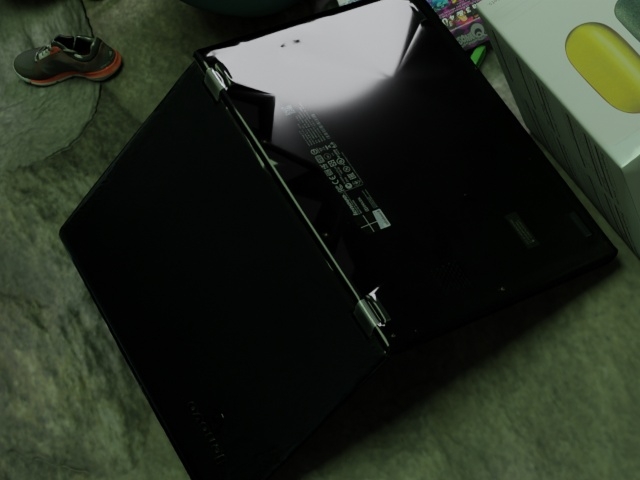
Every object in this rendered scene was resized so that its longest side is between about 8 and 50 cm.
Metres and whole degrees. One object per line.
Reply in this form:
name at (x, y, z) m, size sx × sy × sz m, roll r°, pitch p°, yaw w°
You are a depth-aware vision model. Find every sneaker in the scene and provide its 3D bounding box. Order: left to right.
sneaker at (-0.328, -0.239, 1.872) m, size 0.158 × 0.065 × 0.061 m, roll -1°, pitch 56°, yaw 25°

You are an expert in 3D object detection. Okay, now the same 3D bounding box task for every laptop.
laptop at (0.000, 0.000, 1.490) m, size 0.408 × 0.236 × 0.382 m, roll -21°, pitch 62°, yaw -23°

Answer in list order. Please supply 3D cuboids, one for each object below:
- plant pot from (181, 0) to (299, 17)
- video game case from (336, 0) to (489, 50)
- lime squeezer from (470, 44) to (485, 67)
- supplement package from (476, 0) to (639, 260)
plant pot at (-0.093, -0.380, 1.771) m, size 0.290 × 0.195 × 0.290 m, roll -14°, pitch 51°, yaw 18°
video game case at (0.135, -0.288, 1.685) m, size 0.232 × 0.042 × 0.210 m, roll -25°, pitch 44°, yaw 8°
lime squeezer at (0.161, -0.091, 1.527) m, size 0.110 × 0.059 × 0.310 m, roll -25°, pitch 48°, yaw 9°
supplement package at (0.314, -0.141, 1.391) m, size 0.199 × 0.198 × 0.262 m, roll -33°, pitch 49°, yaw 1°
